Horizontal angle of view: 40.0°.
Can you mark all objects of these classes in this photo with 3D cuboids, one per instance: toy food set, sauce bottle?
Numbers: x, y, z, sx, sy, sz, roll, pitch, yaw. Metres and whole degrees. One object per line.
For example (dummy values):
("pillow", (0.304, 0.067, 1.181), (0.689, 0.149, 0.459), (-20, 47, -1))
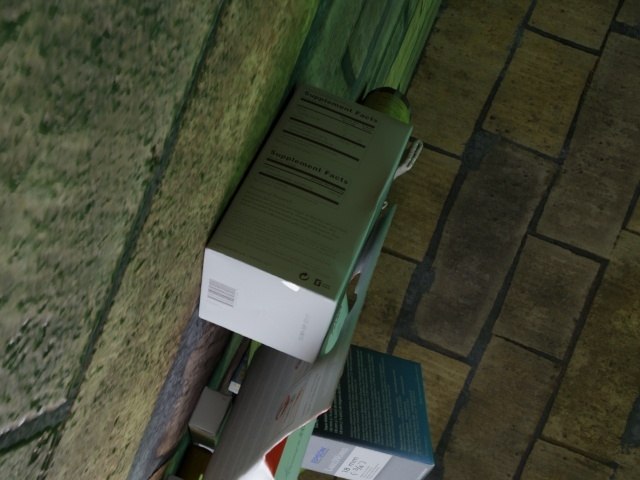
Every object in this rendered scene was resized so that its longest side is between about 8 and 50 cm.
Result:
("toy food set", (-0.154, 0.371, 1.366), (0.232, 0.111, 0.104), (51, 63, -83))
("sauce bottle", (0.087, -0.173, 1.662), (0.344, 0.111, 0.111), (-62, 173, -50))

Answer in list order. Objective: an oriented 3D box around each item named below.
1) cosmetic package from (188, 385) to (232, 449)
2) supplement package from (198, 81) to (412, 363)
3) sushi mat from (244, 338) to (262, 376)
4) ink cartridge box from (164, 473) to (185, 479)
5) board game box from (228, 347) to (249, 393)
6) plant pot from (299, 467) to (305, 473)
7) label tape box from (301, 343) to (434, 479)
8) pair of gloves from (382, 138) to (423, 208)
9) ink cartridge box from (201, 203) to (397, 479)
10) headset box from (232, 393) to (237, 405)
("cosmetic package", (-0.152, 0.248, 1.221), (0.115, 0.041, 0.060), (103, 9, -65))
("supplement package", (-0.014, -0.022, 0.923), (0.139, 0.134, 0.244), (107, 7, -54))
("sushi mat", (-0.077, 0.283, 1.372), (0.019, 0.151, 0.316), (-27, -145, 28))
("ink cartridge box", (-0.179, 0.421, 1.155), (0.127, 0.128, 0.176), (-64, 176, -45))
("board game box", (-0.067, 0.243, 1.508), (0.103, 0.154, 0.026), (-63, 177, -48))
("plant pot", (-0.070, 0.447, 2.150), (0.293, 0.275, 0.275), (-52, 180, 13))
("label tape box", (0.031, 0.304, 1.626), (0.240, 0.334, 0.106), (-91, -155, -49))
("pair of gloves", (0.100, -0.091, 1.726), (0.240, 0.042, 0.204), (-56, -171, -14))
("ink cartridge box", (-0.012, 0.176, 1.045), (0.385, 0.091, 0.308), (-48, -166, 44))
("headset box", (-0.135, 0.409, 1.682), (0.246, 0.131, 0.283), (-56, 167, -71))
